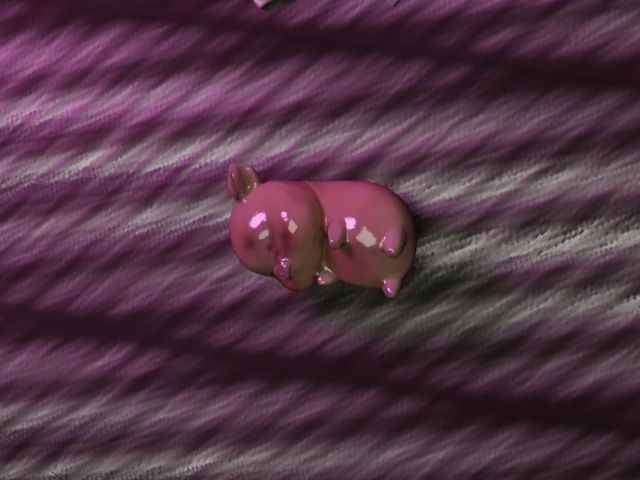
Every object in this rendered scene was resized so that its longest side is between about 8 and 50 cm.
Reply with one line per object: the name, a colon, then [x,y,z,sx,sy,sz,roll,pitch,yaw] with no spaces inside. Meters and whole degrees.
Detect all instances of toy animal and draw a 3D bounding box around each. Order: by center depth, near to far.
toy animal: [0.001,-0.012,1.780,0.250,0.154,0.166,8,120,7]

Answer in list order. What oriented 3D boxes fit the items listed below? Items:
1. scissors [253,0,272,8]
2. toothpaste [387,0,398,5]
scissors: [-0.065,-0.418,1.821,0.110,0.021,0.212,24,100,2]
toothpaste: [0.049,-0.398,1.791,0.194,0.043,0.067,44,102,-5]
